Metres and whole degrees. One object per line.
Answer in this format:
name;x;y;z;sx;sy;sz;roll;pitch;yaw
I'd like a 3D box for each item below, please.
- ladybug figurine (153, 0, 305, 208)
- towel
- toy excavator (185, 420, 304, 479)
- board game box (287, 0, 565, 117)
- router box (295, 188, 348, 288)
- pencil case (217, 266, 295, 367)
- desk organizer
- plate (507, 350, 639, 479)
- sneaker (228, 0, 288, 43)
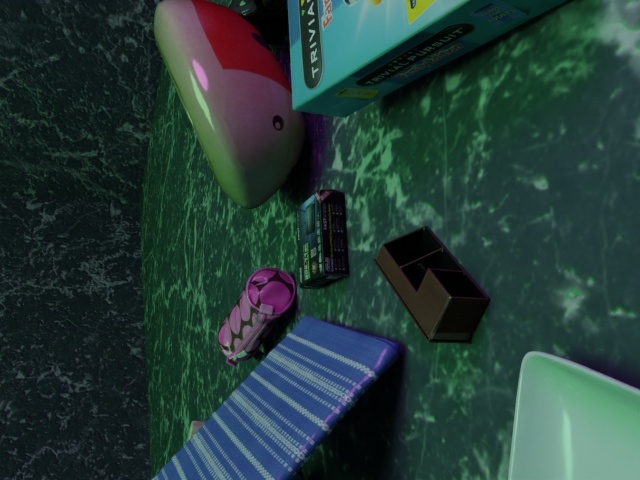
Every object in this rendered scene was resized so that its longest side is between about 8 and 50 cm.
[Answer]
ladybug figurine;-0.151;-0.249;0.977;0.305;0.162;0.449;76;168;-53
towel;-0.068;0.227;0.686;0.336;0.040;0.243;-46;18;-18
toy excavator;-0.160;0.414;0.972;0.445;0.222;0.433;-95;23;-52
board game box;0.077;-0.290;0.553;0.336;0.079;0.254;-12;79;58
router box;0.000;0.000;0.818;0.092;0.038;0.122;145;125;-62
pencil case;-0.112;0.134;1.000;0.209;0.095;0.098;-59;5;49
desk organizer;0.102;0.037;0.562;0.130;0.047;0.050;-120;42;-52
plate;0.201;0.223;0.302;0.277;0.045;0.278;-170;84;-66
sneaker;-0.091;-0.445;1.049;0.286;0.109;0.130;-2;75;60
